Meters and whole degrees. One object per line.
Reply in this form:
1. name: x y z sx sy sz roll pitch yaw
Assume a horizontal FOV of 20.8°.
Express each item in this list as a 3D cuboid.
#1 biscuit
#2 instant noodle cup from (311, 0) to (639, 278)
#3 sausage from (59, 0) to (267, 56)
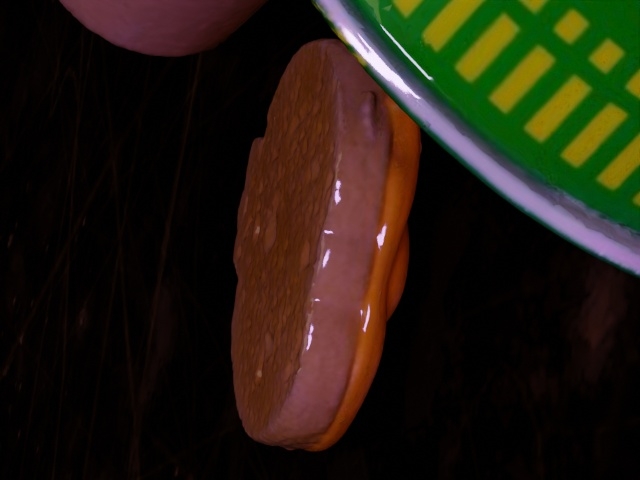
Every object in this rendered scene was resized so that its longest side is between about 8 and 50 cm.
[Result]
1. biscuit: 0.004 0.001 0.723 0.170 0.050 0.170 -170 90 -75
2. instant noodle cup: 0.122 -0.134 0.353 0.233 0.207 0.207 -48 37 39
3. sausage: -0.038 -0.182 0.810 0.253 0.123 0.123 -34 49 58
